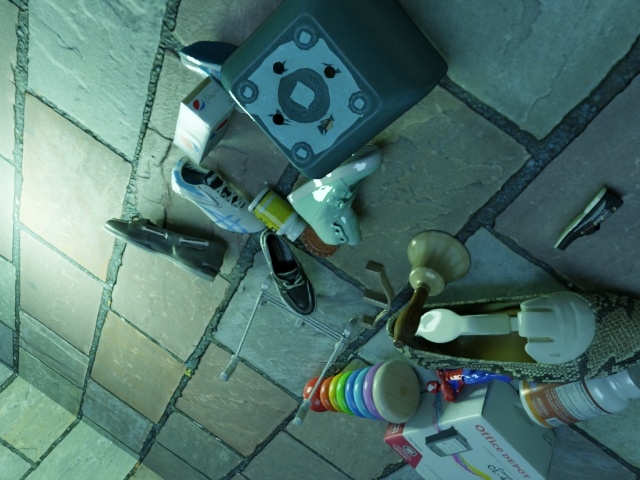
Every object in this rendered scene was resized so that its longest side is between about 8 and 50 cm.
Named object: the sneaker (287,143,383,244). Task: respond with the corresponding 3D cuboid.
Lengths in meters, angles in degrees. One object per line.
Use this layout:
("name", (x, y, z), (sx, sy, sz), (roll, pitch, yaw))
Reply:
("sneaker", (0.059, -0.075, 1.081), (0.151, 0.094, 0.256), (52, 144, -9))

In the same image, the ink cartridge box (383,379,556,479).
("ink cartridge box", (0.333, 0.449, 1.337), (0.226, 0.131, 0.306), (45, 137, -9))

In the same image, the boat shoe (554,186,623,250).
("boat shoe", (0.423, -0.026, 0.933), (0.042, 0.049, 0.133), (38, 133, 10))

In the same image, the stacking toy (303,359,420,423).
("stacking toy", (0.082, 0.376, 1.444), (0.330, 0.141, 0.141), (-20, 114, 48))

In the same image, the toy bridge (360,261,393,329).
("toy bridge", (0.123, 0.129, 1.267), (0.063, 0.026, 0.188), (16, 133, 18))

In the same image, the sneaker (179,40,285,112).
("sneaker", (-0.153, -0.283, 1.043), (0.228, 0.087, 0.092), (27, 137, 12))

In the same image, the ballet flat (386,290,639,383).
("ballet flat", (0.328, 0.166, 1.052), (0.483, 0.164, 0.182), (-9, 155, 39))

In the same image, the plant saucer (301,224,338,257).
("plant saucer", (0.000, 0.000, 1.242), (0.083, 0.013, 0.083), (17, 132, 19))

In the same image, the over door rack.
("over door rack", (-0.078, 0.254, 1.419), (0.239, 0.108, 0.324), (29, 115, 7))

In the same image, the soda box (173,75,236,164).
("soda box", (-0.218, -0.217, 1.088), (0.069, 0.074, 0.216), (41, 161, -8))

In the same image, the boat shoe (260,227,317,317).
("boat shoe", (-0.070, 0.076, 1.269), (0.078, 0.070, 0.219), (-28, 101, -3))

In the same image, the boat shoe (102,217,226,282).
("boat shoe", (-0.377, 0.000, 1.435), (0.335, 0.095, 0.112), (23, 171, 18))

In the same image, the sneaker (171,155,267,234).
("sneaker", (-0.214, -0.093, 1.244), (0.237, 0.085, 0.086), (32, 141, 3))

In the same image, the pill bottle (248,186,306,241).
("pill bottle", (-0.087, -0.052, 1.214), (0.116, 0.065, 0.065), (39, 136, -3))

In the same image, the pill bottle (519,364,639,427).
("pill bottle", (0.491, 0.268, 1.090), (0.121, 0.121, 0.216), (44, 135, -8))

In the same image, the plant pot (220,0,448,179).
("plant pot", (0.007, -0.231, 0.825), (0.247, 0.252, 0.248), (-36, 104, 27))

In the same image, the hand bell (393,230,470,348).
("hand bell", (0.178, 0.103, 1.054), (0.126, 0.242, 0.126), (17, 134, 18))

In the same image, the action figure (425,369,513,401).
("action figure", (0.297, 0.255, 1.223), (0.139, 0.091, 0.280), (37, 136, -11))
